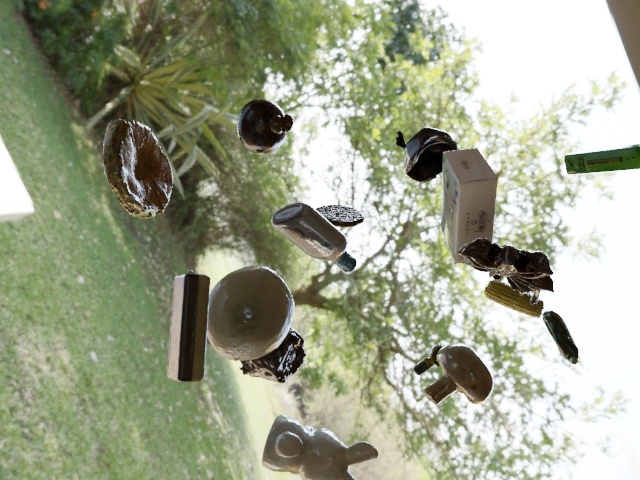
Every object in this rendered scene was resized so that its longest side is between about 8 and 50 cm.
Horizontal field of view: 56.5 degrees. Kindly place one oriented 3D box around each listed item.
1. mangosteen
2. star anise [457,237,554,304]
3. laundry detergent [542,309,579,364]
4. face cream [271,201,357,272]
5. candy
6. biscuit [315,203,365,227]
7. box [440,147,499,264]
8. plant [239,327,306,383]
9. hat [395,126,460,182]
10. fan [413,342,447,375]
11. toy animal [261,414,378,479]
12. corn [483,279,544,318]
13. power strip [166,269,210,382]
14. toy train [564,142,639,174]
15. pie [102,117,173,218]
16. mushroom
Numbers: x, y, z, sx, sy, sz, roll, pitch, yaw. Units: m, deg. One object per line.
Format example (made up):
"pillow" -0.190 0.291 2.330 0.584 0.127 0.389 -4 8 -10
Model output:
"mangosteen" -0.144 -0.299 1.561 0.152 0.152 0.153 156 -90 -84
"star anise" 0.397 0.056 1.249 0.262 0.081 0.230 28 -17 -31
"laundry detergent" 0.822 0.334 2.026 0.137 0.063 0.211 47 22 -23
"face cream" 0.000 0.000 1.929 0.336 0.162 0.080 39 49 -37
"candy" -0.212 0.220 1.780 0.185 0.295 0.296 167 -101 -80
"biscuit" 0.077 -0.099 2.419 0.212 0.212 0.036 -124 -142 -61
"box" 0.429 -0.102 1.750 0.203 0.116 0.275 -97 -179 -56
"plant" -0.176 0.354 1.957 0.233 0.178 0.204 19 -54 26
"hat" 0.436 -0.400 2.431 0.336 0.238 0.209 66 8 -71
"fan" 0.395 0.423 2.110 0.082 0.155 0.039 55 4 -16
"toy animal" -0.007 0.708 1.949 0.241 0.367 0.196 120 -9 -72
"corn" 0.789 0.238 2.428 0.244 0.093 0.093 26 -22 20
"power strip" -0.305 0.197 1.389 0.105 0.070 0.257 -11 -105 60
"toy train" 0.544 -0.150 1.099 0.209 0.042 0.044 5 -70 66
"pie" -0.596 -0.234 1.958 0.339 0.083 0.340 -14 90 -74
"mushroom" 0.423 0.436 1.865 0.207 0.215 0.207 54 -2 3
